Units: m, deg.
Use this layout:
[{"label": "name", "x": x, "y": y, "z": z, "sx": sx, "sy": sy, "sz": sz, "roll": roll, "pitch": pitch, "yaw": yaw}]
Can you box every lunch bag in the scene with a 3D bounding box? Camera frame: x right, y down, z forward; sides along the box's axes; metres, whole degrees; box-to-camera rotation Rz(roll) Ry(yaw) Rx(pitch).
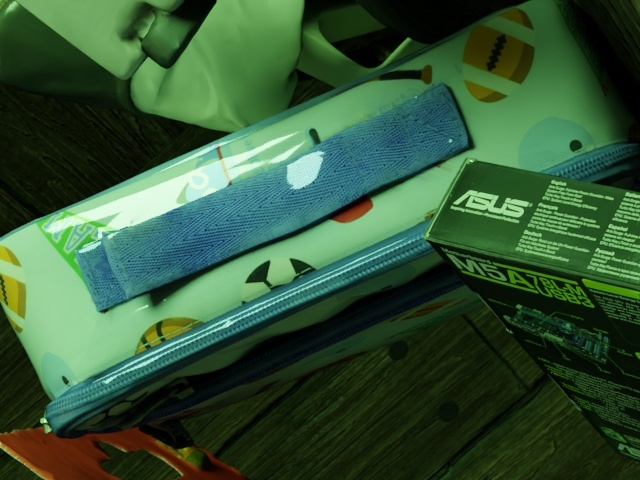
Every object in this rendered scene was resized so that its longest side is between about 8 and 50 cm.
[{"label": "lunch bag", "x": 0.000, "y": 0.000, "z": 0.850, "sx": 0.115, "sy": 0.303, "sz": 0.243, "roll": 65, "pitch": -174, "yaw": 6}]

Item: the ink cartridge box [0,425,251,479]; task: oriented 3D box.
[{"label": "ink cartridge box", "x": 0.054, "y": 0.155, "z": 0.943, "sx": 0.385, "sy": 0.091, "sz": 0.308, "roll": 29, "pitch": -179, "yaw": 8}]

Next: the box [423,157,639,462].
[{"label": "box", "x": 0.158, "y": 0.048, "z": 0.696, "sx": 0.190, "sy": 0.045, "sz": 0.184, "roll": 14, "pitch": 155, "yaw": 44}]

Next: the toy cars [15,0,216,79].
[{"label": "toy cars", "x": -0.085, "y": -0.207, "z": 0.608, "sx": 0.176, "sy": 0.087, "sz": 0.394, "roll": 17, "pitch": 148, "yaw": 29}]

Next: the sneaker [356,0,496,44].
[{"label": "sneaker", "x": -0.019, "y": -0.183, "z": 0.791, "sx": 0.227, "sy": 0.087, "sz": 0.130, "roll": 40, "pitch": -179, "yaw": -42}]

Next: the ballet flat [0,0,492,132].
[{"label": "ballet flat", "x": -0.021, "y": -0.105, "z": 0.885, "sx": 0.096, "sy": 0.280, "sz": 0.095, "roll": 46, "pitch": 136, "yaw": 29}]
